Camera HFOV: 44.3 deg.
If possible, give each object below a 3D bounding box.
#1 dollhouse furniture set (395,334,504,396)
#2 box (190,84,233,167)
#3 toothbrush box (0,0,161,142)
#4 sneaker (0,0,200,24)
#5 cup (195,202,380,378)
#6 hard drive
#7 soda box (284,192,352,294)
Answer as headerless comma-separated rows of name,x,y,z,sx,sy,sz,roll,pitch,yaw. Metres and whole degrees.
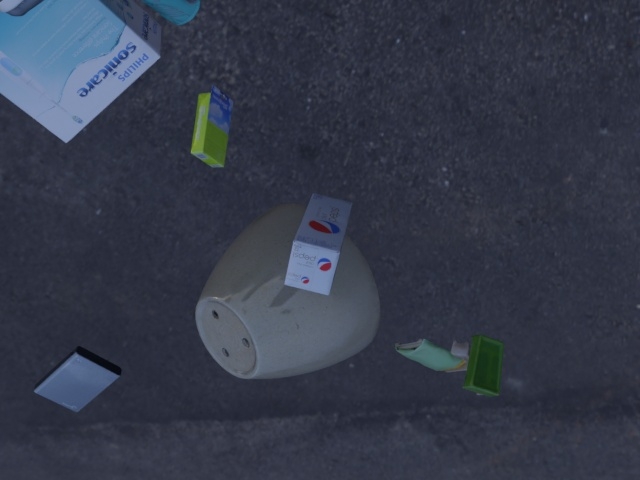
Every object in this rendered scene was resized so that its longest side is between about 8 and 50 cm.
dollhouse furniture set,0.147,0.146,0.884,0.076,0.058,0.152,21,159,-21
box,-0.268,-0.283,1.956,0.043,0.178,0.109,0,165,24
toothbrush box,-0.413,-0.324,1.154,0.216,0.126,0.295,-38,124,18
sneaker,-0.237,-0.324,0.958,0.124,0.295,0.178,26,157,52
cup,-0.089,0.126,1.463,0.331,0.237,0.330,26,131,33
hard drive,-0.438,0.252,1.419,0.094,0.022,0.135,36,119,-29
soda box,0.000,0.000,1.192,0.069,0.216,0.073,14,113,2
